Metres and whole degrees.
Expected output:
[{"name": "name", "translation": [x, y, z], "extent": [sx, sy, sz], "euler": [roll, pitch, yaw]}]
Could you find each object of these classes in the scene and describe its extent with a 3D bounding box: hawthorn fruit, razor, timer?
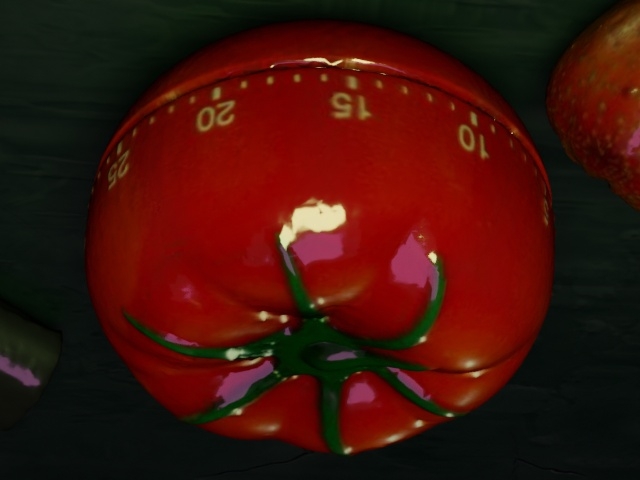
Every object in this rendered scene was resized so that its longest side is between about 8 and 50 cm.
[{"name": "hawthorn fruit", "translation": [0.279, -0.124, 0.999], "extent": [0.179, 0.179, 0.200], "euler": [22, 113, -23]}, {"name": "razor", "translation": [-0.430, 0.091, 1.267], "extent": [0.327, 0.107, 0.189], "euler": [23, 133, -25]}, {"name": "timer", "translation": [0.000, 0.000, 1.044], "extent": [0.378, 0.279, 0.378], "euler": [0, 141, 0]}]
